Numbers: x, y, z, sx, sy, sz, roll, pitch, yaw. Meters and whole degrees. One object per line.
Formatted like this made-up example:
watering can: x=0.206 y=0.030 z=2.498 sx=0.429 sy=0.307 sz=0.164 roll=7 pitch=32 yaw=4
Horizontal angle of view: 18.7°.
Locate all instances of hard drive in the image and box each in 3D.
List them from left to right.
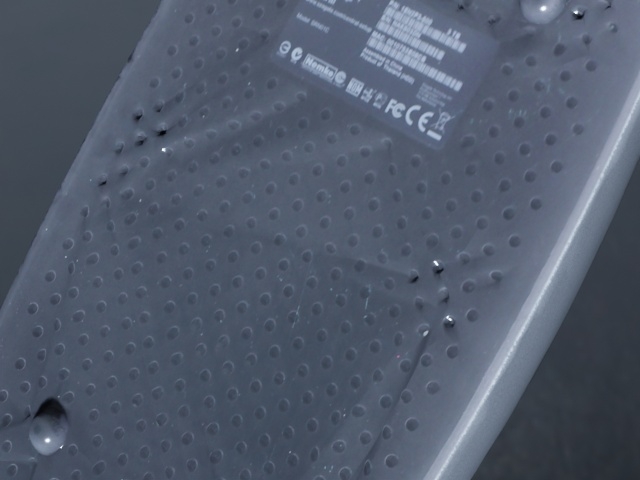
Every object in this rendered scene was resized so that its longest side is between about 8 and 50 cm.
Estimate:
hard drive: x=0.000 y=0.000 z=0.602 sx=0.172 sy=0.255 sz=0.054 roll=30 pitch=-177 yaw=33
